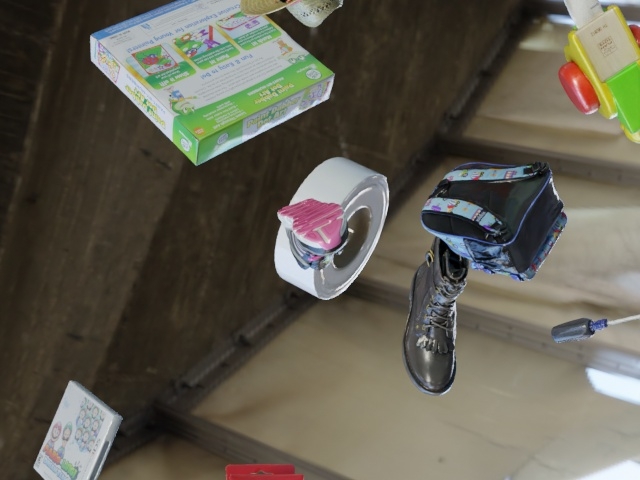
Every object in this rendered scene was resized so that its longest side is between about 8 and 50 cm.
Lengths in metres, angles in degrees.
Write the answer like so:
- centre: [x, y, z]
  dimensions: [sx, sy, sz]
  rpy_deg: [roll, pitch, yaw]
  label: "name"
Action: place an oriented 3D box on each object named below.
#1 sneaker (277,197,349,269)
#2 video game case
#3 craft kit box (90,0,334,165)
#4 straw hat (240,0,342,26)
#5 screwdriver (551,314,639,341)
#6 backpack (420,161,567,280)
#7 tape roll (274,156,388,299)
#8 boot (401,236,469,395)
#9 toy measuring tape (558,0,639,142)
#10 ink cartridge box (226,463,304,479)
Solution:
- centre: [0.000, 0.000, 1.166]
  dimensions: [0.063, 0.170, 0.075]
  rpy_deg: [-26, -74, -11]
  label: "sneaker"
- centre: [-0.353, 0.294, 1.478]
  dimensions: [0.019, 0.157, 0.143]
  rpy_deg: [24, -93, -38]
  label: "video game case"
- centre: [-0.152, -0.246, 1.448]
  dimensions: [0.250, 0.246, 0.061]
  rpy_deg: [-31, -30, -31]
  label: "craft kit box"
- centre: [-0.011, -0.256, 1.058]
  dimensions: [0.061, 0.144, 0.144]
  rpy_deg: [48, -117, -32]
  label: "straw hat"
- centre: [0.330, 0.087, 1.135]
  dimensions: [0.025, 0.170, 0.024]
  rpy_deg: [50, -135, -16]
  label: "screwdriver"
- centre: [0.239, -0.033, 1.452]
  dimensions: [0.158, 0.173, 0.117]
  rpy_deg: [-56, -46, -24]
  label: "backpack"
- centre: [0.028, -0.025, 2.101]
  dimensions: [0.286, 0.100, 0.286]
  rpy_deg: [-45, -30, -35]
  label: "tape roll"
- centre: [0.193, 0.101, 1.659]
  dimensions: [0.229, 0.091, 0.263]
  rpy_deg: [102, 168, -67]
  label: "boot"
- centre: [0.317, -0.258, 1.224]
  dimensions: [0.121, 0.121, 0.330]
  rpy_deg: [-47, -67, -33]
  label: "toy measuring tape"
- centre: [-0.094, 0.482, 1.767]
  dimensions: [0.078, 0.134, 0.231]
  rpy_deg: [107, 161, -53]
  label: "ink cartridge box"
